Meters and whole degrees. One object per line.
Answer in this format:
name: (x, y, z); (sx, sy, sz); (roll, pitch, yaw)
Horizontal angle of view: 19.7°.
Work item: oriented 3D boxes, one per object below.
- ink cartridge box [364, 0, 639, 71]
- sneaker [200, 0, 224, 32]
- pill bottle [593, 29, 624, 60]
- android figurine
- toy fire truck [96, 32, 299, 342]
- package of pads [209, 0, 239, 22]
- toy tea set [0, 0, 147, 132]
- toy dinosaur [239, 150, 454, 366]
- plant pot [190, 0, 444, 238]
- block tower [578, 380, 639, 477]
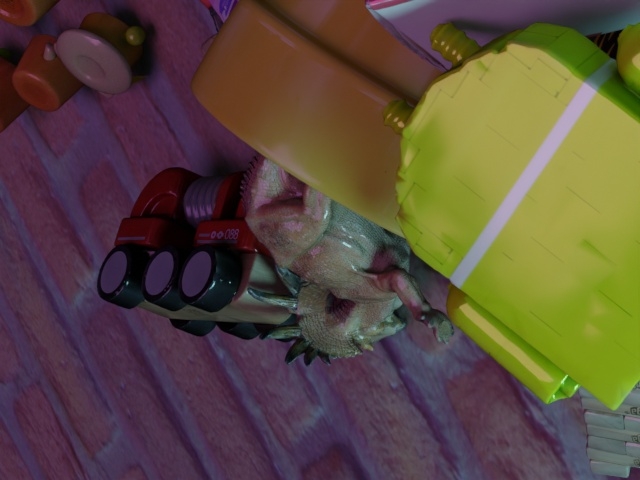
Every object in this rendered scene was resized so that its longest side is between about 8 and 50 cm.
ink cartridge box: (0.135, -0.268, 1.116); (0.207, 0.117, 0.283); (-12, 67, 29)
sneaker: (-0.003, -0.200, 1.519); (0.276, 0.097, 0.135); (-13, 99, 57)
pill bottle: (0.250, -0.142, 1.198); (0.119, 0.119, 0.208); (48, 141, 24)
android figurine: (0.154, -0.016, 1.072); (0.273, 0.056, 0.248); (38, 127, 12)
toy fire truck: (-0.100, -0.047, 1.723); (0.217, 0.158, 0.246); (0, 70, 53)
package of pads: (-0.057, -0.186, 1.484); (0.083, 0.032, 0.050); (56, 149, 21)
toy tea set: (-0.302, -0.230, 1.920); (0.200, 0.124, 0.336); (45, 148, -21)
toy dinosaur: (0.000, 0.000, 1.548); (0.200, 0.127, 0.296); (-16, 119, 37)
plant pot: (0.074, -0.146, 1.299); (0.254, 0.254, 0.239); (39, 103, 34)
block tower: (0.222, 0.041, 1.250); (0.097, 0.091, 0.335); (9, 145, 19)
